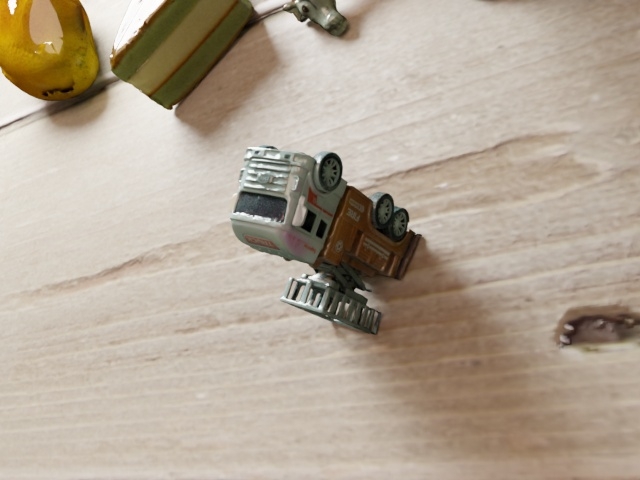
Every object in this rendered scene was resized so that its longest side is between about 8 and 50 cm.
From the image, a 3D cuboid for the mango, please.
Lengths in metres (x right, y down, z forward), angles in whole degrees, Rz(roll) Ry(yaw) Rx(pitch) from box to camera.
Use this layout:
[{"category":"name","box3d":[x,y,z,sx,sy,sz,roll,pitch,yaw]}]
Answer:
[{"category":"mango","box3d":[-0.420,-0.305,1.034,0.236,0.136,0.166,42,109,35]}]

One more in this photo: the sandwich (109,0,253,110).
[{"category":"sandwich","box3d":[-0.195,-0.294,0.880,0.187,0.117,0.144,-45,48,11]}]

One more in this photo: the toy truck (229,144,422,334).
[{"category":"toy truck","box3d":[-0.001,0.000,0.566,0.080,0.177,0.115,13,78,39]}]

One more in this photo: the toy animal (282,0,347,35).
[{"category":"toy animal","box3d":[0.061,-0.359,0.752,0.169,0.090,0.255,16,76,42]}]
